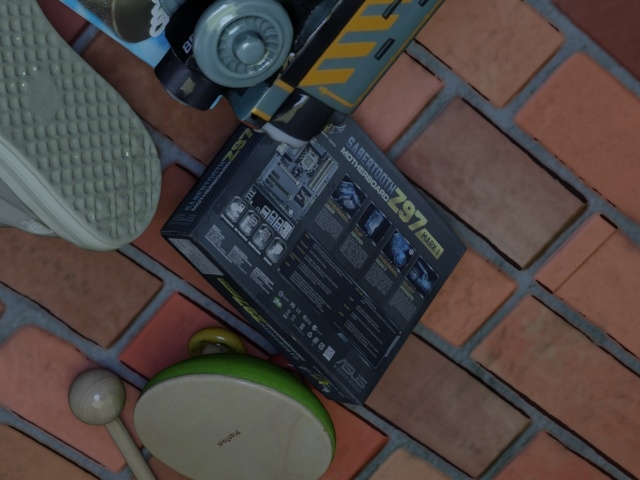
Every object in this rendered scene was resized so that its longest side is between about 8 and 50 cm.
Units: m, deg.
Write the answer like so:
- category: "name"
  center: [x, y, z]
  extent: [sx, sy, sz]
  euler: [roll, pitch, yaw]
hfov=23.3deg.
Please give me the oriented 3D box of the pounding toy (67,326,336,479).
- category: "pounding toy"
  center: [-0.092, 0.141, 1.421]
  extent: [0.237, 0.110, 0.183]
  euler: [-11, 134, 27]

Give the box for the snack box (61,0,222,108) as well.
- category: "snack box"
  center: [-0.059, -0.282, 1.224]
  extent: [0.187, 0.060, 0.322]
  euler: [35, 105, -26]

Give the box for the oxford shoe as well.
- category: "oxford shoe"
  center: [-0.283, -0.153, 1.165]
  extent: [0.130, 0.169, 0.449]
  euler: [2, 142, 36]

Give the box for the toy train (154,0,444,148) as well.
- category: "toy train"
  center: [0.022, -0.217, 1.171]
  extent: [0.190, 0.142, 0.334]
  euler: [27, 109, -37]

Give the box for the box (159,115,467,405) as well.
- category: "box"
  center: [0.000, 0.000, 1.330]
  extent: [0.232, 0.059, 0.183]
  euler: [46, 67, -27]
